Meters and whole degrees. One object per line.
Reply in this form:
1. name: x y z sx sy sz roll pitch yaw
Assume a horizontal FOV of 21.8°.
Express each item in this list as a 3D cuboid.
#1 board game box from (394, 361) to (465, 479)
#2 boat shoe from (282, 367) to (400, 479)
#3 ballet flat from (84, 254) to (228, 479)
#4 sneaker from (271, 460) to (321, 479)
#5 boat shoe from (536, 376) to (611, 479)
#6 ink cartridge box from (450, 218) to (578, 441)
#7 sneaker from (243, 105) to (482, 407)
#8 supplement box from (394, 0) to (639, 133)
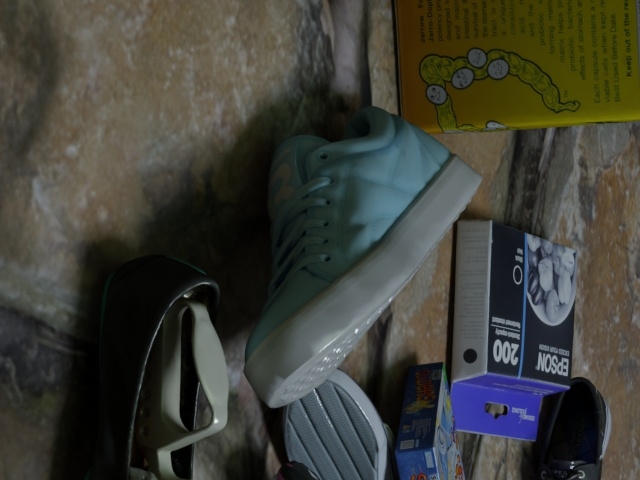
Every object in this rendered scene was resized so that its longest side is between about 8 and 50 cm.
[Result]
1. board game box: 0.100 0.205 1.460 0.201 0.035 0.136 -69 150 -72
2. boat shoe: 0.023 0.182 1.394 0.076 0.083 0.226 -83 160 -55
3. ballet flat: -0.114 0.148 1.153 0.095 0.096 0.280 10 81 -57
4. sneaker: -0.003 0.249 1.340 0.178 0.077 0.072 48 14 -30
5. boat shoe: 0.260 0.243 1.725 0.076 0.080 0.228 64 37 -47
6. ink cartridge box: 0.197 0.096 1.675 0.206 0.045 0.208 15 78 -56
7. sneaker: 0.000 0.000 1.313 0.150 0.135 0.366 38 31 3
8. supplement box: 0.267 -0.203 1.506 0.194 0.356 0.195 -8 96 -56
